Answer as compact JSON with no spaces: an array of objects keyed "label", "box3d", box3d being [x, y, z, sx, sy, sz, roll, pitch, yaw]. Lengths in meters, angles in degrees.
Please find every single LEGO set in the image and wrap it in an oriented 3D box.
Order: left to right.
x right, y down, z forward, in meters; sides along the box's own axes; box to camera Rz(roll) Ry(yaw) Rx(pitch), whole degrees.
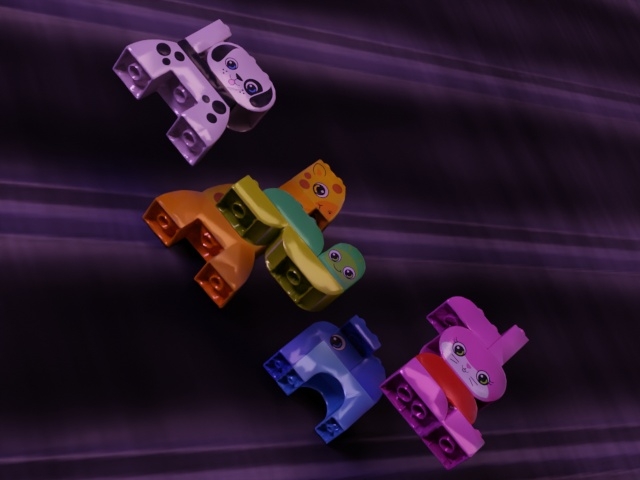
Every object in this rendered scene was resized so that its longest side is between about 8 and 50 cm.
[{"label":"LEGO set","box3d":[0.000,0.000,0.691,0.227,0.087,0.093,50,51,4]}]
